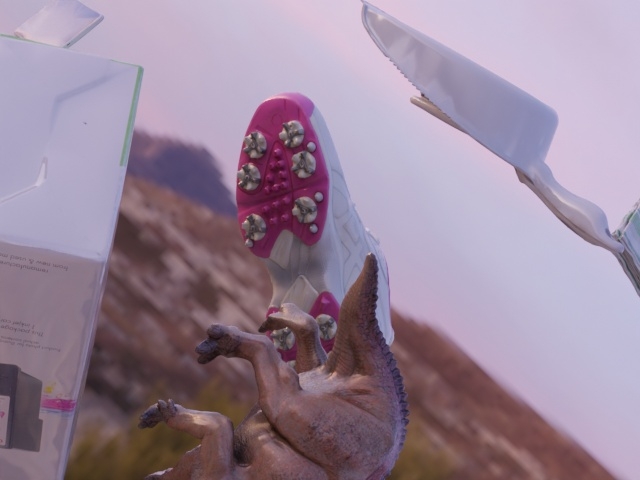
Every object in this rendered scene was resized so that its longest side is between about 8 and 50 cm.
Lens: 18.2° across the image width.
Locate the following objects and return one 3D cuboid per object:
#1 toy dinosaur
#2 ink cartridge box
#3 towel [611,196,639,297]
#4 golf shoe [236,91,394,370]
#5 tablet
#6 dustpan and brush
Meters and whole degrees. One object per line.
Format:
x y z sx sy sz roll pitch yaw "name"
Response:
-0.011 0.160 1.342 0.200 0.296 0.127 39 2 17 "toy dinosaur"
-0.226 0.046 1.520 0.119 0.207 0.353 12 -43 -6 "ink cartridge box"
0.348 0.017 2.087 0.113 0.023 0.152 60 28 -8 "towel"
0.000 0.000 1.987 0.115 0.140 0.306 -3 -80 34 "golf shoe"
-0.201 -0.165 1.533 0.006 0.054 0.083 57 -12 -31 "tablet"
0.117 -0.064 1.250 0.211 0.060 0.147 34 7 31 "dustpan and brush"
